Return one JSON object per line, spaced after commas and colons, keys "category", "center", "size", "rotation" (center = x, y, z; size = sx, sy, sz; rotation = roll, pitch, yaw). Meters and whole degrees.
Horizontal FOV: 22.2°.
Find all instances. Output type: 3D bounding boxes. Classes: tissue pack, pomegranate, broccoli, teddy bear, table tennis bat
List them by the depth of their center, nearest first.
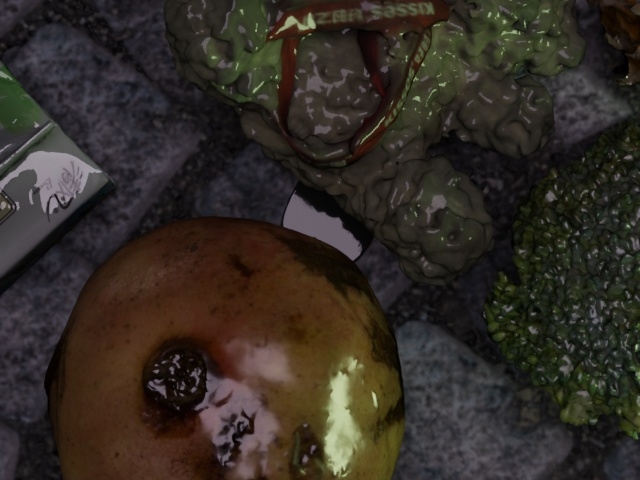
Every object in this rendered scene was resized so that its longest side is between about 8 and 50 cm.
{"category": "pomegranate", "center": [-0.079, 0.137, 1.374], "size": [0.322, 0.322, 0.322], "rotation": [0, 85, -1]}
{"category": "broccoli", "center": [0.284, 0.037, 1.394], "size": [0.288, 0.235, 0.260], "rotation": [-31, 93, -9]}
{"category": "teddy bear", "center": [0.082, -0.195, 1.439], "size": [0.357, 0.224, 0.367], "rotation": [42, 83, -10]}
{"category": "tissue pack", "center": [-0.321, -0.033, 1.447], "size": [0.229, 0.145, 0.159], "rotation": [-43, 86, -4]}
{"category": "table tennis bat", "center": [0.000, 0.000, 1.514], "size": [0.087, 0.013, 0.156], "rotation": [26, 84, 1]}

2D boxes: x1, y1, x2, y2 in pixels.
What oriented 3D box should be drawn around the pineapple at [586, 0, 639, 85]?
{"category": "pineapple", "center": [0.400, -0.271, 1.408], "size": [0.352, 0.300, 0.352], "rotation": [1, 81, -6]}
